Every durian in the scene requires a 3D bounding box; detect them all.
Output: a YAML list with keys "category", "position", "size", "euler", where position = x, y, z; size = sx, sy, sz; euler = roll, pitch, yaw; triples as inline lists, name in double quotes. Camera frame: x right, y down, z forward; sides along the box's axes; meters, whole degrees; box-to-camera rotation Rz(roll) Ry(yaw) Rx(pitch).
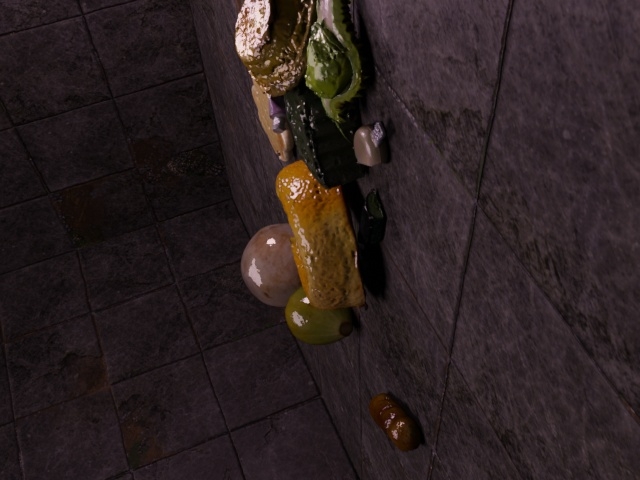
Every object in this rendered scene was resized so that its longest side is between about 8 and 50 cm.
- category: "durian"
  position: [0.035, -0.351, 1.449]
  size: [0.106, 0.132, 0.374]
  euler: [-85, -4, -54]

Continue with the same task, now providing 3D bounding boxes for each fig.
- category: "fig"
  position: [0.007, 0.237, 2.358]
  size: [0.207, 0.230, 0.207]
  euler: [21, -114, -59]

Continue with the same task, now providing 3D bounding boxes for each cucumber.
- category: "cucumber"
  position: [0.122, -0.034, 1.737]
  size: [0.070, 0.046, 0.220]
  euler: [58, 166, 24]

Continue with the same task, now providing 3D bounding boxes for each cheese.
- category: "cheese"
  position: [0.111, -0.196, 1.500]
  size: [0.171, 0.048, 0.092]
  euler: [-163, 54, -75]

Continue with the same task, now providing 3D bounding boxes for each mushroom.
- category: "mushroom"
  position: [-0.126, 0.087, 2.578]
  size: [0.290, 0.298, 0.297]
  euler: [-12, -99, -74]

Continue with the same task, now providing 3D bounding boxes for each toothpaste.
- category: "toothpaste"
  position: [-0.091, -0.407, 1.841]
  size: [0.075, 0.048, 0.300]
  euler: [43, -133, -56]

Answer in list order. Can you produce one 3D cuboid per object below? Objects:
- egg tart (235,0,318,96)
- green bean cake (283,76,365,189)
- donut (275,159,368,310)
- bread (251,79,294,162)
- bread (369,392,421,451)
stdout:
- category: "egg tart"
  position: [-0.105, -0.463, 1.598]
  size: [0.294, 0.123, 0.293]
  euler: [-21, 64, 51]
- category: "green bean cake"
  position: [0.000, -0.272, 1.704]
  size: [0.255, 0.132, 0.241]
  euler: [-123, 15, -53]
- category: "donut"
  position: [0.000, 0.000, 1.935]
  size: [0.377, 0.164, 0.434]
  euler: [-110, 9, -52]
- category: "bread"
  position: [-0.154, -0.407, 2.371]
  size: [0.316, 0.054, 0.315]
  euler: [160, 90, -79]
- category: "bread"
  position: [0.206, 0.530, 2.156]
  size: [0.344, 0.084, 0.124]
  euler: [-155, 47, -75]
